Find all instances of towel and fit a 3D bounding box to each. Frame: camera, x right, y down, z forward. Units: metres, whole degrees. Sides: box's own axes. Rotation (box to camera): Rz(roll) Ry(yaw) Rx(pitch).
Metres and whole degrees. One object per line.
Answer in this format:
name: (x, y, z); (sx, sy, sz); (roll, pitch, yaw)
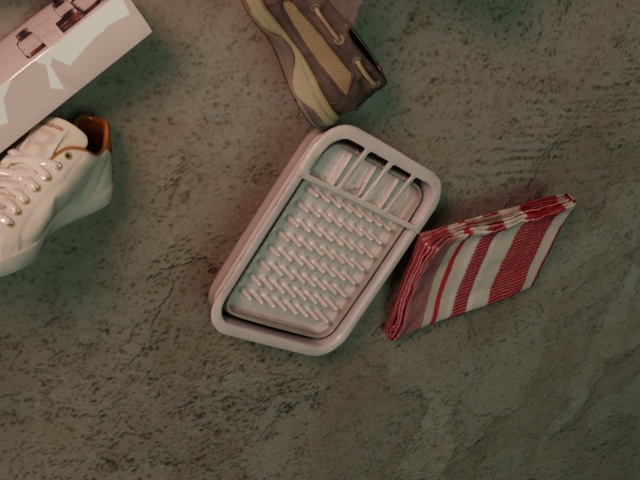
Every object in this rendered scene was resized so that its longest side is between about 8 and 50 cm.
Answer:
towel: (0.271, 0.045, 1.430); (0.329, 0.037, 0.237); (-16, 140, -28)

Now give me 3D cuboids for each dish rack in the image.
dish rack: (0.000, 0.000, 1.213); (0.286, 0.072, 0.332); (22, 104, -48)

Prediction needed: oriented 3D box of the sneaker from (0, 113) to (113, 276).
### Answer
sneaker: (-0.310, -0.060, 0.875); (0.290, 0.106, 0.123); (-56, 162, -61)

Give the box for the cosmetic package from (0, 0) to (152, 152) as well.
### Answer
cosmetic package: (-0.298, -0.179, 0.884); (0.239, 0.099, 0.060); (-41, 131, -7)

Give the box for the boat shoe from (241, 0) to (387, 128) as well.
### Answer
boat shoe: (-0.018, -0.284, 0.974); (0.130, 0.132, 0.355); (-24, 142, 6)
